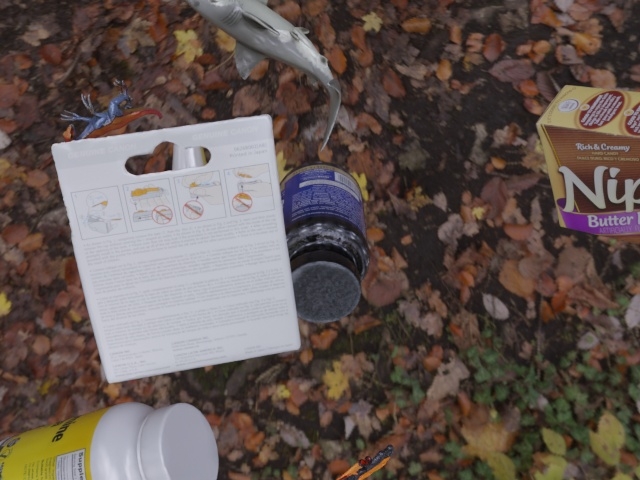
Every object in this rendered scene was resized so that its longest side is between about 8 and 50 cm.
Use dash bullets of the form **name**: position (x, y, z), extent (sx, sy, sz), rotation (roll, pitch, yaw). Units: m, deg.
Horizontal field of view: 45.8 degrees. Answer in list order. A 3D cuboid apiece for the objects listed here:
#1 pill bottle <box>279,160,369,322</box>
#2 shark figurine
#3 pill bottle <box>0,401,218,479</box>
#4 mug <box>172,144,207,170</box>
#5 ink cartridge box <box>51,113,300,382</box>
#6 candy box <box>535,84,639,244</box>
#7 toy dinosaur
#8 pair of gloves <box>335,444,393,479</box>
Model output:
- **pill bottle**: position (0.000, 0.000, 0.972), extent (0.122, 0.219, 0.123), rotation (0, 124, -1)
- **shark figurine**: position (-0.067, -0.251, 1.049), extent (0.278, 0.166, 0.116), rotation (39, 121, 2)
- **pill bottle**: position (-0.330, 0.350, 1.134), extent (0.333, 0.188, 0.188), rotation (-19, 110, 20)
- **mug**: position (-0.217, -0.139, 1.271), extent (0.062, 0.078, 0.064), rotation (1, 104, 18)
- **ink cartridge box**: position (-0.096, 0.005, 0.532), extent (0.145, 0.045, 0.179), rotation (-9, 111, -8)
- **candy box**: position (0.253, -0.044, 0.529), extent (0.053, 0.186, 0.109), rotation (-50, 134, -25)
- **toy dinosaur**: position (-0.215, -0.120, 0.755), extent (0.090, 0.047, 0.082), rotation (26, 69, -6)
- **pair of gloves**: position (0.021, 0.184, 0.572), extent (0.074, 0.083, 0.010), rotation (-46, 68, 17)
